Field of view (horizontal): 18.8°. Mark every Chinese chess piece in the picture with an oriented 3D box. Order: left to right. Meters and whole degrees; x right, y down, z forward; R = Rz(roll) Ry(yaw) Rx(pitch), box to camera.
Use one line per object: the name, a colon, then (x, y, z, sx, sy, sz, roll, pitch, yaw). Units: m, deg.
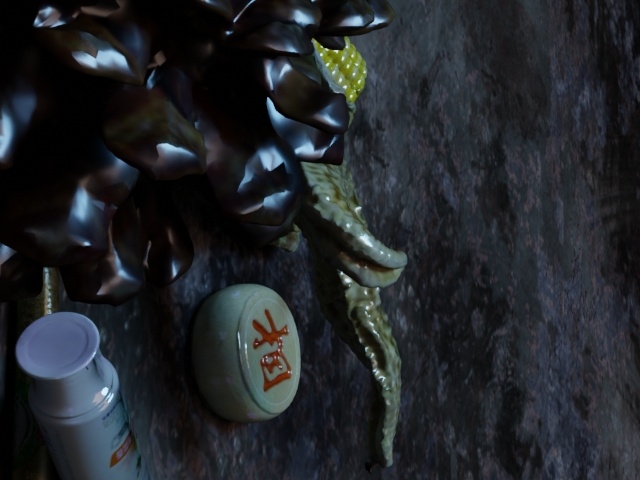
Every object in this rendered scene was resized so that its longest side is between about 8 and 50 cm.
Chinese chess piece: (-0.063, 0.098, 1.674, 0.122, 0.051, 0.122, 22, 65, -58)

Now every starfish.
starfish: (0.000, 0.000, 1.532, 0.324, 0.082, 0.432, 61, -10, 27)

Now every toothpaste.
toothpaste: (-0.158, 0.177, 1.424, 0.323, 0.066, 0.100, 79, 20, -48)

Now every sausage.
sausage: (-0.209, 0.130, 1.412, 0.033, 0.033, 0.269, 21, 65, -59)

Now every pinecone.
pinecone: (-0.161, -0.136, 1.214, 0.398, 0.398, 0.397, 22, 65, -59)

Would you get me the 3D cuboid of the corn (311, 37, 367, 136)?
corn: (-0.074, -0.187, 1.603, 0.305, 0.123, 0.122, 43, 21, -34)
